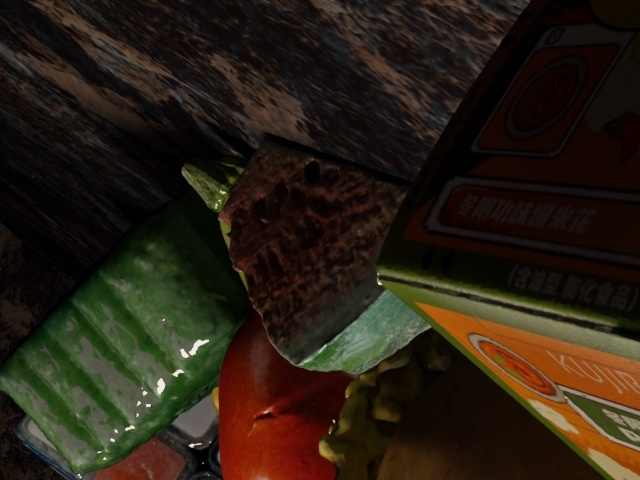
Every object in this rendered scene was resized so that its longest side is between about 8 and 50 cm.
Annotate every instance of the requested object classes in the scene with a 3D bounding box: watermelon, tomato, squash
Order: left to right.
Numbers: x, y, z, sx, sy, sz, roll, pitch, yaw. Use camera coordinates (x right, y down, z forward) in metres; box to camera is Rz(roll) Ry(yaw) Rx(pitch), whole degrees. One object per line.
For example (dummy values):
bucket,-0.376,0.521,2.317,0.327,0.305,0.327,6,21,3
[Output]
squash,-0.054,-0.031,1.176,0.132,0.105,0.105,54,168,-1
watermelon,0.000,0.000,1.040,0.094,0.154,0.241,47,179,-44
tomato,0.032,0.175,1.161,0.298,0.298,0.226,40,141,-20

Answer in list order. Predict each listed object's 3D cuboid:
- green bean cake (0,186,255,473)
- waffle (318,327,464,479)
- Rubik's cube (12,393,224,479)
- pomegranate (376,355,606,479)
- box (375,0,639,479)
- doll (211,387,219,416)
green bean cake,-0.133,0.066,1.376,0.169,0.300,0.308,49,127,2
waffle,0.112,0.190,1.034,0.060,0.280,0.262,-19,107,51
Rubik's cube,-0.129,0.244,1.797,0.359,0.363,0.362,28,167,21
pomegranate,0.164,0.207,0.853,0.319,0.319,0.319,35,169,8
box,0.149,-0.012,0.368,0.148,0.177,0.195,42,167,-24
doll,0.026,0.177,1.518,0.296,0.117,0.141,5,152,27
